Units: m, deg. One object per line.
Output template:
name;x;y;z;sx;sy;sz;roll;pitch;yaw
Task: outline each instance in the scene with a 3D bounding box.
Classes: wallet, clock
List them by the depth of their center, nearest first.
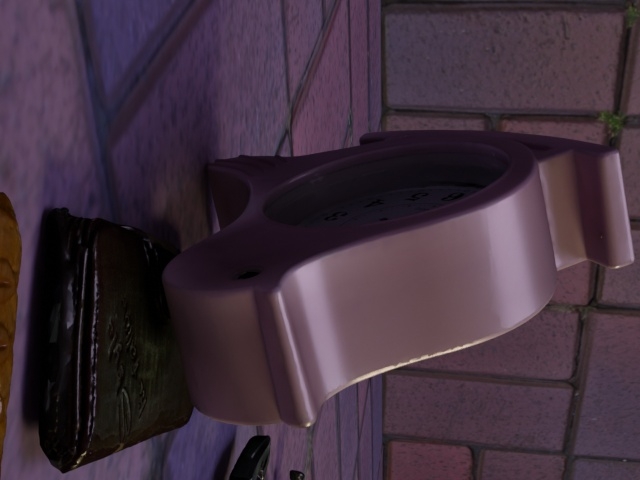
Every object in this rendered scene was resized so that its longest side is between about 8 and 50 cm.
wallet;-0.100;0.056;0.555;0.232;0.031;0.122;40;53;-81
clock;0.000;0.000;0.628;0.275;0.290;0.080;-24;111;-31

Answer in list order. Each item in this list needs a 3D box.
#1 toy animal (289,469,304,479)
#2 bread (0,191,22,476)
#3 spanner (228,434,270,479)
toy animal;-0.024;0.355;1.075;0.217;0.073;0.176;89;14;-57
bread;-0.128;0.055;0.323;0.052;0.044;0.157;40;53;-72
spanner;-0.081;0.250;0.734;0.325;0.040;0.096;-68;160;-62
